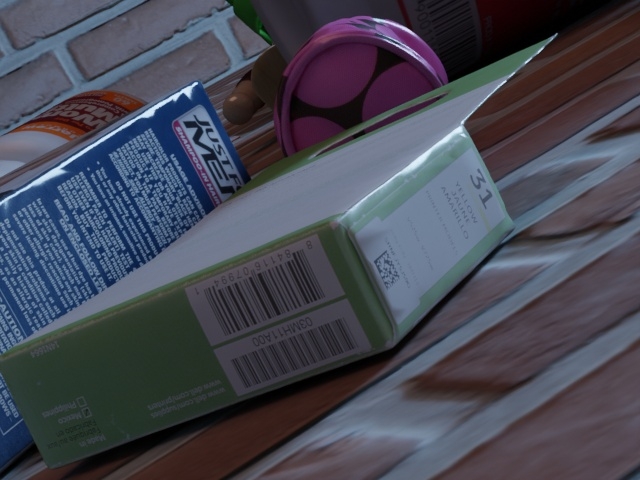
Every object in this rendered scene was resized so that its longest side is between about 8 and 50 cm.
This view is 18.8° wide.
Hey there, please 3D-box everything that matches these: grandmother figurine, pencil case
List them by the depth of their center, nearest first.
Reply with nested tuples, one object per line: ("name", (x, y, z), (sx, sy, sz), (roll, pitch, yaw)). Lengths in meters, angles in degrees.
("pencil case", (0.029, -0.068, 1.011), (0.209, 0.098, 0.095), (-73, 1, -78))
("grandmother figurine", (0.008, -0.166, 1.684), (0.207, 0.104, 0.342), (-15, 10, -2))

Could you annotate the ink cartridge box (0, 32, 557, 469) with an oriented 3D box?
("ink cartridge box", (0.000, 0.000, 0.785), (0.171, 0.056, 0.235), (-23, 8, 33))

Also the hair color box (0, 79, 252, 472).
("hair color box", (-0.174, 0.040, 0.943), (0.174, 0.105, 0.347), (-23, 8, 28))

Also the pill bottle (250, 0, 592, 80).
("pill bottle", (0.142, -0.272, 1.417), (0.407, 0.229, 0.229), (-29, 8, -9))

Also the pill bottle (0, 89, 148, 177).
("pill bottle", (-0.177, -0.024, 1.306), (0.121, 0.121, 0.221), (-25, 8, 20))

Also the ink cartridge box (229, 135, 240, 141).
("ink cartridge box", (-0.102, -0.060, 1.621), (0.063, 0.029, 0.115), (-30, 9, -16))

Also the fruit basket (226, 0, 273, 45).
("fruit basket", (0.050, -0.301, 1.985), (0.283, 0.392, 0.392), (-61, 8, 2))
